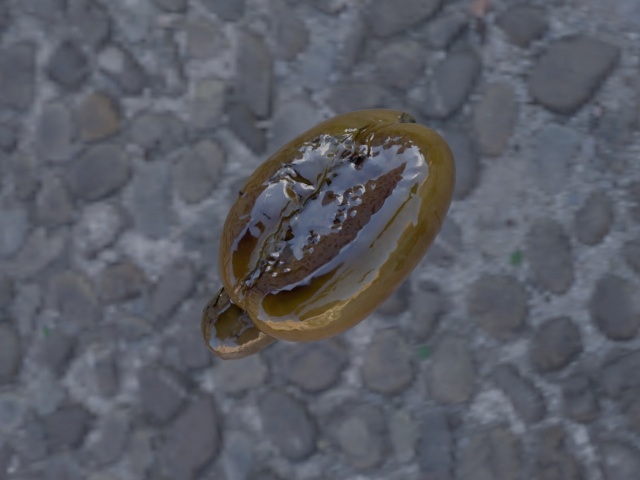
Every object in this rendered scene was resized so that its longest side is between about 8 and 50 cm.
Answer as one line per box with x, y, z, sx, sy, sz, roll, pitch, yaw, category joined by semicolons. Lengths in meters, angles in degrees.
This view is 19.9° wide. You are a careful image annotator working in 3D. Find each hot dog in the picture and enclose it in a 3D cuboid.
0.002;0.001;0.822;0.090;0.060;0.140;37;83;31;hot dog
